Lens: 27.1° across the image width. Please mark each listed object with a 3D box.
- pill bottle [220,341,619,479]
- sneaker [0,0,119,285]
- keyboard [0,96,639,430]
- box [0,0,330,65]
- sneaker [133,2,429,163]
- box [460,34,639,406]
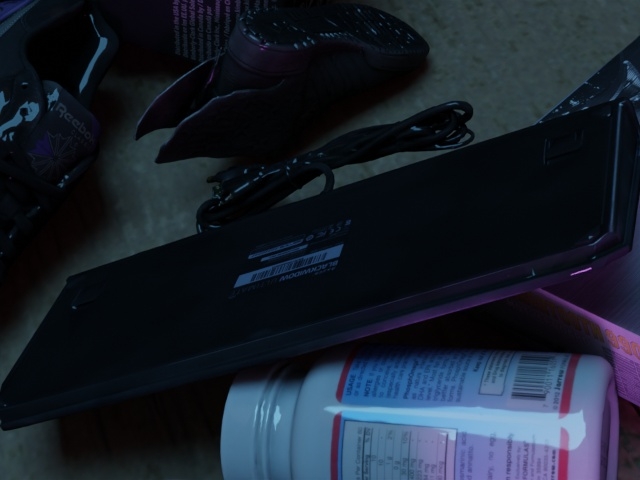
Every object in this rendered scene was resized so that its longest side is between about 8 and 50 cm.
[{"bbox_3d":[0.043,0.088,0.569,0.160,0.087,0.087,2,51,19],"label":"pill bottle"},{"bbox_3d":[-0.186,-0.036,0.709,0.124,0.107,0.283,-15,47,26],"label":"sneaker"},{"bbox_3d":[0.000,0.000,0.636,0.317,0.033,0.201,-16,28,25],"label":"keyboard"},{"bbox_3d":[-0.115,-0.228,0.808,0.270,0.143,0.165,20,55,8],"label":"box"},{"bbox_3d":[-0.018,-0.086,0.755,0.170,0.089,0.051,-8,47,-44],"label":"sneaker"},{"bbox_3d":[0.183,-0.006,0.600,0.183,0.056,0.231,-38,37,-19],"label":"box"}]
